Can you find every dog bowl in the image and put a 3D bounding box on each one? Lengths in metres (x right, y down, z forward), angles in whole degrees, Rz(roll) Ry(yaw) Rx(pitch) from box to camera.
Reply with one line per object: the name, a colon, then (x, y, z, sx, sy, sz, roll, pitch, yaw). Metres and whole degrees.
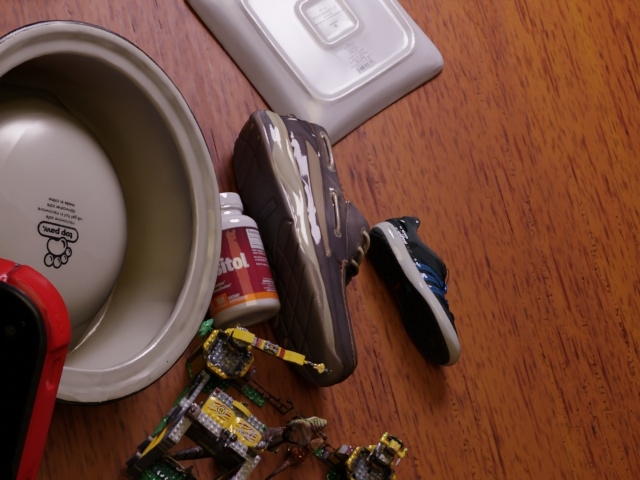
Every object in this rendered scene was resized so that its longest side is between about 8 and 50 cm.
dog bowl: (-0.298, -0.025, 1.743, 0.408, 0.150, 0.407, 8, 79, -50)

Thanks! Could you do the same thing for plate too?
plate: (0.004, -0.287, 2.141, 0.277, 0.045, 0.278, -35, 87, -33)

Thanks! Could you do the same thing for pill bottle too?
pill bottle: (-0.107, 0.025, 1.929, 0.086, 0.086, 0.152, -9, 72, -28)

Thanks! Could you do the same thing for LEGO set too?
LEGO set: (-0.045, 0.236, 1.803, 0.331, 0.192, 0.255, 46, 57, -1)

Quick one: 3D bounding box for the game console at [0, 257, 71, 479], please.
game console: (-0.437, 0.178, 1.557, 0.342, 0.060, 0.386, 16, 101, 5)

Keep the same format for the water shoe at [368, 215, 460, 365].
water shoe: (0.137, 0.058, 2.037, 0.080, 0.073, 0.203, -22, 79, -33)

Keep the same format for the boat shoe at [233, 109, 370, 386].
boat shoe: (0.000, 0.000, 1.964, 0.130, 0.132, 0.355, -5, 72, -27)
